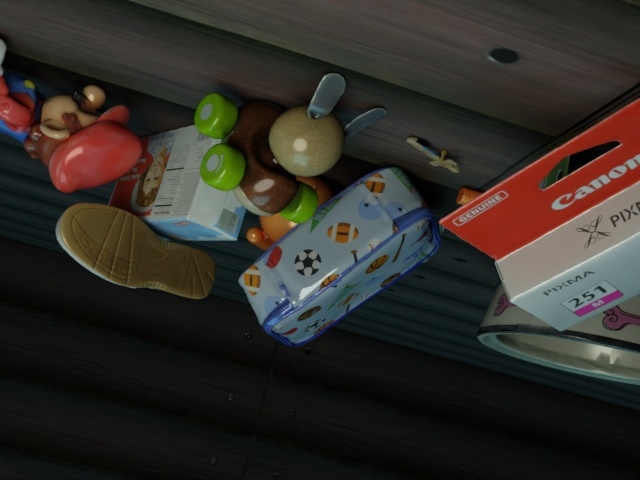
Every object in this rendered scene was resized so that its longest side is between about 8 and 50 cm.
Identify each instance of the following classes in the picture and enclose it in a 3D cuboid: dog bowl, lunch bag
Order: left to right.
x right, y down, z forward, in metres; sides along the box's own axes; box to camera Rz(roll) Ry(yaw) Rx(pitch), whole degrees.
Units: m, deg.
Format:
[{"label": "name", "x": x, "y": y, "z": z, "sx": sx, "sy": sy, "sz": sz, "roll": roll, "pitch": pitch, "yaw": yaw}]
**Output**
[{"label": "lunch bag", "x": 0.041, "y": 0.032, "z": 1.068, "sx": 0.115, "sy": 0.303, "sz": 0.243, "roll": 56, "pitch": 180, "yaw": 21}, {"label": "dog bowl", "x": 0.492, "y": 0.145, "z": 1.295, "sx": 0.408, "sy": 0.150, "sz": 0.408, "roll": 13, "pitch": 167, "yaw": 3}]

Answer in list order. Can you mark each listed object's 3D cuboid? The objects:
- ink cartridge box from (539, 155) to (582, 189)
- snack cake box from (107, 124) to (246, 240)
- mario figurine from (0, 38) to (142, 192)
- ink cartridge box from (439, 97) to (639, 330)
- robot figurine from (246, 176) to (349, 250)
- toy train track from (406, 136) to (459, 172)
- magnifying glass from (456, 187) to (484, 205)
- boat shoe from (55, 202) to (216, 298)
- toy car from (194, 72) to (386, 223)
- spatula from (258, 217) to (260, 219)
[{"label": "ink cartridge box", "x": 0.286, "y": -0.026, "z": 0.884, "sx": 0.062, "sy": 0.109, "sz": 0.209, "roll": 14, "pitch": 167, "yaw": 1}, {"label": "snack cake box", "x": -0.211, "y": -0.081, "z": 1.098, "sx": 0.089, "sy": 0.152, "sz": 0.264, "roll": 26, "pitch": 164, "yaw": -39}, {"label": "mario figurine", "x": -0.383, "y": -0.192, "z": 0.988, "sx": 0.320, "sy": 0.170, "sz": 0.198, "roll": 25, "pitch": -157, "yaw": -1}, {"label": "ink cartridge box", "x": 0.293, "y": -0.022, "z": 0.710, "sx": 0.275, "sy": 0.060, "sz": 0.239, "roll": -34, "pitch": 141, "yaw": 27}, {"label": "robot figurine", "x": -0.022, "y": -0.032, "z": 1.166, "sx": 0.158, "sy": 0.128, "sz": 0.219, "roll": 15, "pitch": 169, "yaw": 16}, {"label": "toy train track", "x": 0.141, "y": -0.109, "z": 0.908, "sx": 0.083, "sy": 0.014, "sz": 0.048, "roll": 28, "pitch": 170, "yaw": -27}, {"label": "magnifying glass", "x": 0.304, "y": -0.032, "z": 1.030, "sx": 0.231, "sy": 0.026, "sz": 0.092, "roll": 17, "pitch": 167, "yaw": -8}, {"label": "boat shoe", "x": -0.276, "y": 0.023, "z": 1.057, "sx": 0.096, "sy": 0.098, "sz": 0.277, "roll": 4, "pitch": 162, "yaw": 38}, {"label": "toy car", "x": -0.025, "y": -0.127, "z": 0.853, "sx": 0.188, "sy": 0.149, "sz": 0.155, "roll": -30, "pitch": 146, "yaw": 31}, {"label": "spatula", "x": 0.000, "y": 0.000, "z": 1.513, "sx": 0.242, "sy": 0.019, "sz": 0.168, "roll": 12, "pitch": 168, "yaw": 12}]
